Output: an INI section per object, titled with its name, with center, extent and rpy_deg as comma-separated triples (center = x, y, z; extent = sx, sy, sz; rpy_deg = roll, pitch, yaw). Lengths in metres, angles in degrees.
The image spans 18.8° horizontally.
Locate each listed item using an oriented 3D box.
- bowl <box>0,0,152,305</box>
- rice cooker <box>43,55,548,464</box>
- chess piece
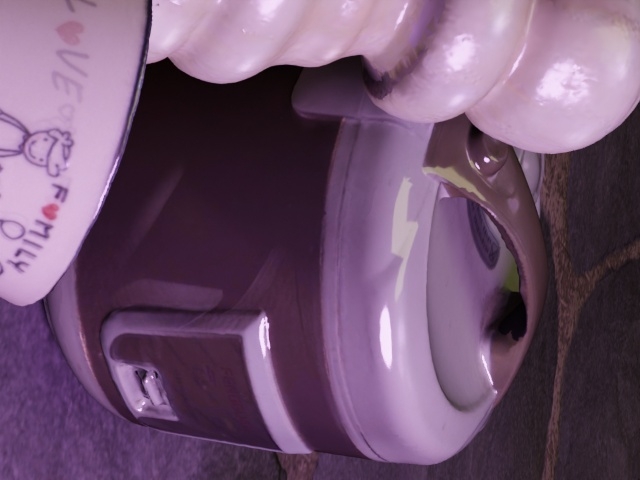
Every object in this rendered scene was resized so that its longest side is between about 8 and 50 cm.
[bowl]
center = -0.194, -0.092, 1.080
extent = 0.238, 0.126, 0.238
rpy_deg = -48, -146, 49
[rice cooker]
center = 0.000, 0.000, 1.374
extent = 0.335, 0.325, 0.335
rpy_deg = 6, 90, -68
[chess piece]
center = 0.047, -0.150, 1.147
extent = 0.182, 0.330, 0.182
rpy_deg = -51, -150, 46
